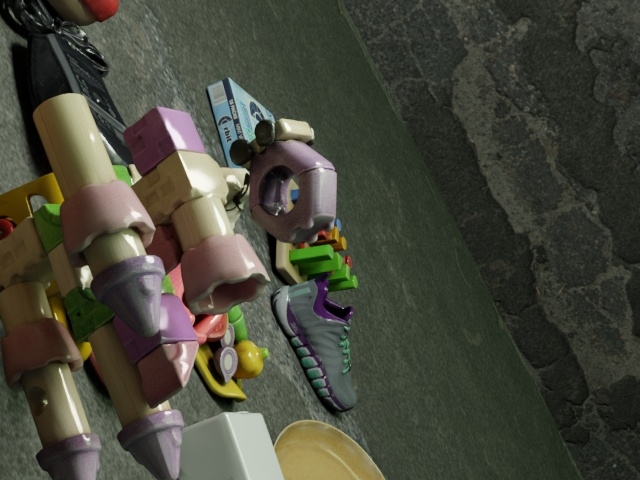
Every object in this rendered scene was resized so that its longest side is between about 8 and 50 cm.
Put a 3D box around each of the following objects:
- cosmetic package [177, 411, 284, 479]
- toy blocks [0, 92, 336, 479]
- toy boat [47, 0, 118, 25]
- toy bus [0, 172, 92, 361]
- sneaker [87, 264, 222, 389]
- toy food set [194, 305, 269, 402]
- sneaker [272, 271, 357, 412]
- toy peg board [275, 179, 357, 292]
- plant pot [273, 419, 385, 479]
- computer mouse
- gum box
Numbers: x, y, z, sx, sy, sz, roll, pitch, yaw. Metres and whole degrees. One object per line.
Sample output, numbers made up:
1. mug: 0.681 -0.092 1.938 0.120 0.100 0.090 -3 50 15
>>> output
1. cosmetic package: -0.080 0.306 1.693 0.231 0.085 0.117 69 14 14
2. toy blocks: -0.141 0.069 1.257 0.309 0.288 0.260 2 58 -52
3. toy boat: -0.272 -0.367 1.865 0.151 0.151 0.231 52 21 -46
4. toy bus: -0.235 0.035 1.487 0.202 0.104 0.191 59 16 -28
5. sneaker: -0.144 0.060 1.686 0.116 0.136 0.314 62 19 -20
6. toy food set: -0.122 0.092 1.883 0.218 0.071 0.128 62 15 -21
7. sneaker: 0.019 0.150 2.257 0.224 0.098 0.083 60 16 -27
8. toy peg board: 0.000 0.000 2.371 0.161 0.079 0.161 52 34 -56
9. plant pot: 0.014 0.337 1.963 0.236 0.032 0.236 34 37 -31
10. computer mouse: -0.273 -0.148 1.719 0.188 0.072 0.272 44 14 -53
11. gum box: -0.101 -0.142 2.378 0.184 0.041 0.157 34 37 -65
